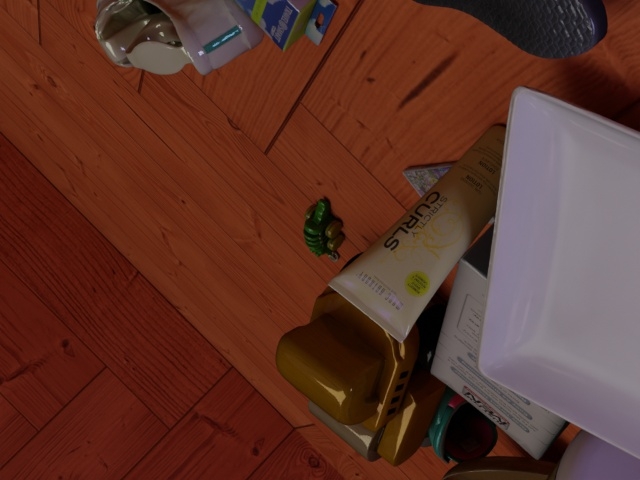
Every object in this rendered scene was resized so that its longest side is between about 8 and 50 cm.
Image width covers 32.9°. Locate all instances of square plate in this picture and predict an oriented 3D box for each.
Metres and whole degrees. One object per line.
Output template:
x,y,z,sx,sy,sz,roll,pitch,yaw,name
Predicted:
0.308,0.059,0.959,0.347,0.049,0.344,26,133,29,square plate

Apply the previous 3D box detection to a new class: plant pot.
0.306,0.376,1.694,0.236,0.032,0.236,7,154,3,plant pot

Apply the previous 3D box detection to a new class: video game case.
0.154,-0.055,1.285,0.087,0.011,0.122,51,161,-16,video game case

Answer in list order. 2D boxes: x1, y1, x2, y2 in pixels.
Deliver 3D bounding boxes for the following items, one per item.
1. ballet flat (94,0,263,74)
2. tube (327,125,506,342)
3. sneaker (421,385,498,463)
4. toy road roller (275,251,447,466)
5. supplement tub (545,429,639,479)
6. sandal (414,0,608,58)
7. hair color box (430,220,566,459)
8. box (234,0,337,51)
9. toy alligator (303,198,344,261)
-0.220,-0.281,1.417,0.400,0.139,0.139,20,150,53,ballet flat
0.120,-0.013,1.077,0.070,0.240,0.062,21,153,53,tube
0.209,0.302,1.784,0.178,0.123,0.296,45,164,32,sneaker
0.045,0.197,1.588,0.202,0.240,0.330,36,131,27,toy road roller
0.378,0.349,1.303,0.241,0.241,0.331,39,162,18,supplement tub
0.144,-0.223,0.892,0.254,0.054,0.097,39,157,48,sandal
0.249,0.118,1.288,0.185,0.113,0.374,39,160,17,hair color box
-0.067,-0.289,1.206,0.178,0.042,0.109,45,163,2,box
0.000,0.000,1.675,0.056,0.051,0.190,38,161,22,toy alligator
